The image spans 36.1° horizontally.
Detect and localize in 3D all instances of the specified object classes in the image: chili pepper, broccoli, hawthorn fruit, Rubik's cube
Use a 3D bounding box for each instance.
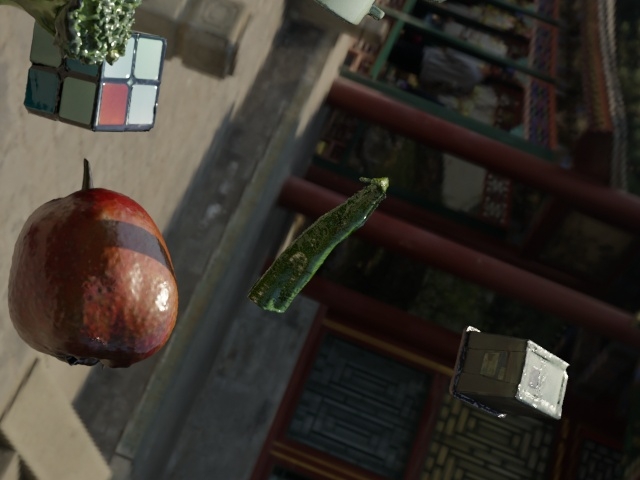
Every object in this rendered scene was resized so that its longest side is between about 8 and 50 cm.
[{"bbox_3d":[0.001,0.000,1.657,0.359,0.084,0.076,-48,-145,33],"label":"chili pepper"},{"bbox_3d":[-0.388,-0.381,1.480,0.288,0.245,0.248,-73,157,-67],"label":"broccoli"},{"bbox_3d":[-0.382,0.038,1.656,0.285,0.284,0.369,101,-21,-77],"label":"hawthorn fruit"},{"bbox_3d":[-0.402,-0.296,1.760,0.180,0.167,0.184,-8,111,-64],"label":"Rubik's cube"}]

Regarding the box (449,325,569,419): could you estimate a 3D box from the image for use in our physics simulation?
[{"bbox_3d":[0.156,0.111,0.799,0.084,0.063,0.060,31,67,-43],"label":"box"}]

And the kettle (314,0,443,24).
[{"bbox_3d":[0.085,-0.437,1.235,0.318,0.265,0.205,-50,167,14],"label":"kettle"}]
